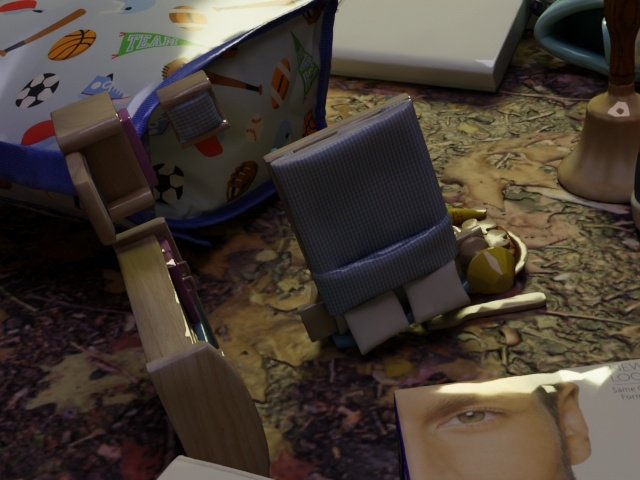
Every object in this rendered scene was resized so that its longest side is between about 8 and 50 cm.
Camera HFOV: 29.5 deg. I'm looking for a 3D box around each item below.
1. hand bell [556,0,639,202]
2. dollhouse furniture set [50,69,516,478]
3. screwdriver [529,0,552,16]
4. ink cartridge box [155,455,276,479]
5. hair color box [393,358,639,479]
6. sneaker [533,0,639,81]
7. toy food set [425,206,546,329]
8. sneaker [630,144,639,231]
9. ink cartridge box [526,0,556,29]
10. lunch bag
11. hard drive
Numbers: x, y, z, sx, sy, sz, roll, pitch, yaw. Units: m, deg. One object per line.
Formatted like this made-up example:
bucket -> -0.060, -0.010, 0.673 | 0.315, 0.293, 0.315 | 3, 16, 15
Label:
hand bell -> 0.299, -0.173, 1.209 | 0.126, 0.242, 0.126 | -5, 30, 3
dollhouse furniture set -> 0.000, 0.000, 0.918 | 0.303, 0.286, 0.198 | -23, 32, -6
screwdriver -> 0.309, -0.294, 1.588 | 0.025, 0.024, 0.170 | 56, 25, 18
ink cartridge box -> -0.084, 0.245, 0.638 | 0.092, 0.159, 0.218 | 7, 33, 25
hair color box -> 0.152, 0.214, 0.705 | 0.185, 0.110, 0.339 | -7, 28, 0
sneaker -> 0.409, -0.229, 1.412 | 0.150, 0.135, 0.366 | -29, 26, -33
toy food set -> 0.127, 0.008, 1.131 | 0.132, 0.039, 0.192 | -11, 30, -8
sneaker -> 0.451, -0.055, 1.072 | 0.350, 0.148, 0.131 | 8, 33, 23
ink cartridge box -> 0.292, -0.375, 1.716 | 0.148, 0.086, 0.203 | 10, 34, 26
lunch bag -> -0.212, -0.135, 1.249 | 0.327, 0.239, 0.385 | 13, 28, 26
hard drive -> 0.098, -0.306, 1.597 | 0.353, 0.047, 0.233 | 10, 56, 26
